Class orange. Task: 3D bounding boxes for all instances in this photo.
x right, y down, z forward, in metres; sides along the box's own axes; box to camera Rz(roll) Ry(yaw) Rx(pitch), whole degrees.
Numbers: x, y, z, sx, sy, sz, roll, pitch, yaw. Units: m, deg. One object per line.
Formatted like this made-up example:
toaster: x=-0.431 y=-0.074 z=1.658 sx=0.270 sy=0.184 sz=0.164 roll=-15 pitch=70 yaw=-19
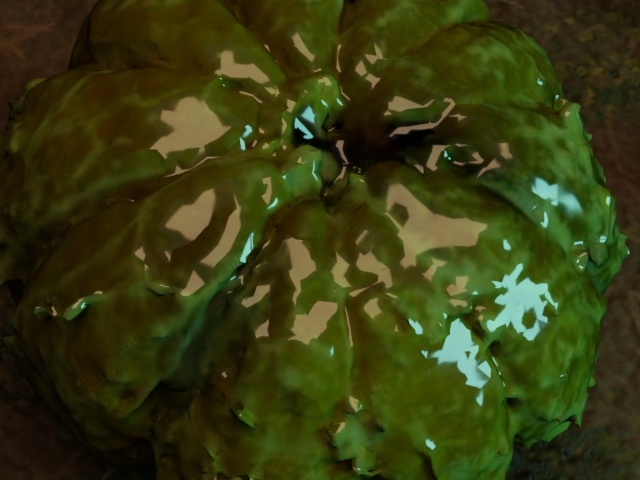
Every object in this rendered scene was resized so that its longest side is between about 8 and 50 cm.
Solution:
orange: x=0.000 y=0.000 z=0.680 sx=0.301 sy=0.223 sz=0.300 roll=31 pitch=72 yaw=10
